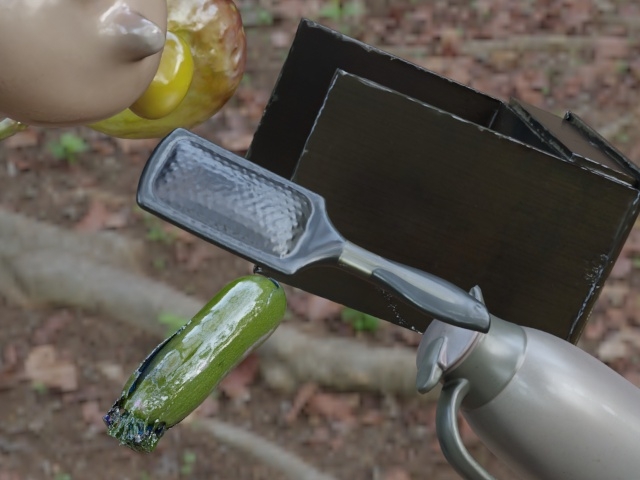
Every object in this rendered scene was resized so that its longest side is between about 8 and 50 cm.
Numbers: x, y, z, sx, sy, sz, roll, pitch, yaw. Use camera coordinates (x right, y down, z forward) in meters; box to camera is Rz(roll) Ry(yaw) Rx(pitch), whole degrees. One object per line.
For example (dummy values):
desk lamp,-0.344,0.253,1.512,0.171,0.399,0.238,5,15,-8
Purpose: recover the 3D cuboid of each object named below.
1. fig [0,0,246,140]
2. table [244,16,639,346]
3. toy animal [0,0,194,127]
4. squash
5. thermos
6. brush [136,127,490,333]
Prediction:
fig,-0.191,-0.141,1.543,0.257,0.159,0.159,-34,41,-20
table,0.092,-0.045,1.570,0.282,0.196,0.250,21,14,-13
toy animal,-0.167,-0.128,1.000,0.149,0.165,0.248,-34,22,-37
squash,-0.082,0.079,1.248,0.052,0.052,0.183,18,41,30
thermos,0.148,0.127,1.280,0.105,0.193,0.137,-18,41,53
brush,0.000,0.000,0.921,0.193,0.016,0.063,26,48,-3
